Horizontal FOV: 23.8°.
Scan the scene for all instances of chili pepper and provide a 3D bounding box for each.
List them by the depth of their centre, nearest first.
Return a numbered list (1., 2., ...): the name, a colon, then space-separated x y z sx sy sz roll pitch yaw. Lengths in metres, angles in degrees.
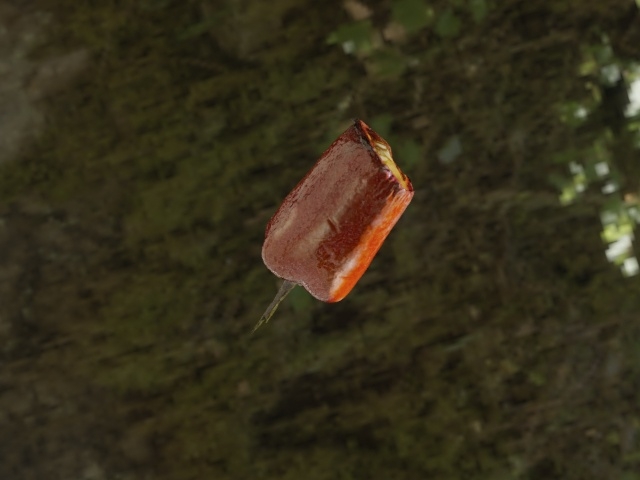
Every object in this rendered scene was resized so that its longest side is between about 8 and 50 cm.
1. chili pepper: 0.000 0.000 1.135 0.084 0.192 0.086 42 24 10
